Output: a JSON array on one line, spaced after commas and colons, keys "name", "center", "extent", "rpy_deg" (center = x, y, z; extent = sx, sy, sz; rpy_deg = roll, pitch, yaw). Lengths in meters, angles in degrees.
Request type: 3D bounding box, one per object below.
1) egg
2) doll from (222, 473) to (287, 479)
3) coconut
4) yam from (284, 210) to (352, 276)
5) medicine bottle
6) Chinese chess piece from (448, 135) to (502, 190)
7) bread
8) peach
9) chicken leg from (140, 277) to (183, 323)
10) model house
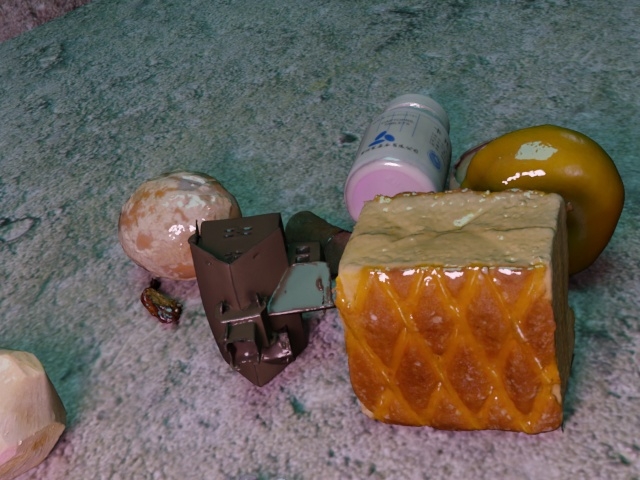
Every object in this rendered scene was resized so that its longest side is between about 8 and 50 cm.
[{"name": "egg", "center": [-0.242, -0.026, 1.697], "extent": [0.233, 0.195, 0.195], "rpy_deg": [-5, 29, 37]}, {"name": "doll", "center": [-0.121, 0.341, 1.183], "extent": [0.195, 0.070, 0.096], "rpy_deg": [-30, 51, -16]}, {"name": "coconut", "center": [-0.463, 0.231, 1.339], "extent": [0.236, 0.237, 0.197], "rpy_deg": [-30, 67, -27]}, {"name": "yam", "center": [0.000, 0.003, 1.680], "extent": [0.084, 0.084, 0.127], "rpy_deg": [-28, 31, -25]}, {"name": "medicine bottle", "center": [0.148, -0.142, 1.775], "extent": [0.170, 0.170, 0.293], "rpy_deg": [-2, 32, 16]}, {"name": "Chinese chess piece", "center": [0.346, -0.092, 1.696], "extent": [0.249, 0.103, 0.250], "rpy_deg": [-10, 31, 6]}, {"name": "bread", "center": [0.182, 0.091, 1.292], "extent": [0.278, 0.279, 0.207], "rpy_deg": [2, 36, 19]}, {"name": "peach", "center": [0.329, -0.055, 1.491], "extent": [0.251, 0.251, 0.153], "rpy_deg": [-4, 25, 12]}, {"name": "chicken leg", "center": [-0.271, 0.099, 1.652], "extent": [0.062, 0.038, 0.145], "rpy_deg": [-4, 25, -32]}, {"name": "model house", "center": [-0.079, 0.095, 1.422], "extent": [0.204, 0.211, 0.243], "rpy_deg": [-10, 26, 6]}]
